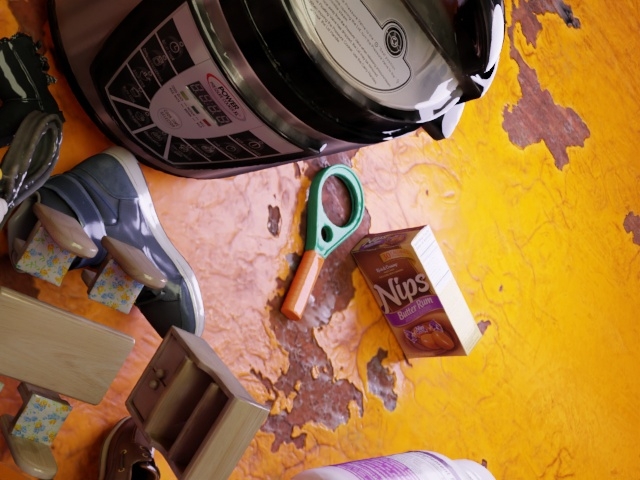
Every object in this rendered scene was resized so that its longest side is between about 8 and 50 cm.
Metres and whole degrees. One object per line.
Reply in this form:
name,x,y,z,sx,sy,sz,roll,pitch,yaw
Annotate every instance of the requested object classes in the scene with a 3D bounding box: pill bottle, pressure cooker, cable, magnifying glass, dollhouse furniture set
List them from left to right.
cable,-0.269,-0.031,0.854,0.287,0.072,0.139,-57,150,-71
dollhouse furniture set,-0.194,0.125,0.901,0.242,0.161,0.212,28,96,-36
pressure cooker,-0.031,-0.267,1.019,0.370,0.420,0.375,-7,89,-48
magnifying glass,0.000,0.000,1.298,0.092,0.026,0.231,43,53,-33
pill bottle,0.094,0.351,1.234,0.301,0.169,0.169,4,81,-46

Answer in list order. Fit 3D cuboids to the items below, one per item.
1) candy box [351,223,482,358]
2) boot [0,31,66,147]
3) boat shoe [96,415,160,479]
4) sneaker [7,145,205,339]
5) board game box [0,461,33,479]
candy box,0.131,0.073,1.360,0.053,0.109,0.186,-44,114,-41
boot,-0.310,-0.146,0.980,0.121,0.045,0.099,-39,114,-50
boat shoe,-0.187,0.237,0.991,0.178,0.060,0.064,-80,151,-63
sneaker,-0.219,0.031,1.007,0.163,0.086,0.226,-35,101,-53
board game box,-0.346,0.289,0.473,0.356,0.356,0.356,-31,127,-44
